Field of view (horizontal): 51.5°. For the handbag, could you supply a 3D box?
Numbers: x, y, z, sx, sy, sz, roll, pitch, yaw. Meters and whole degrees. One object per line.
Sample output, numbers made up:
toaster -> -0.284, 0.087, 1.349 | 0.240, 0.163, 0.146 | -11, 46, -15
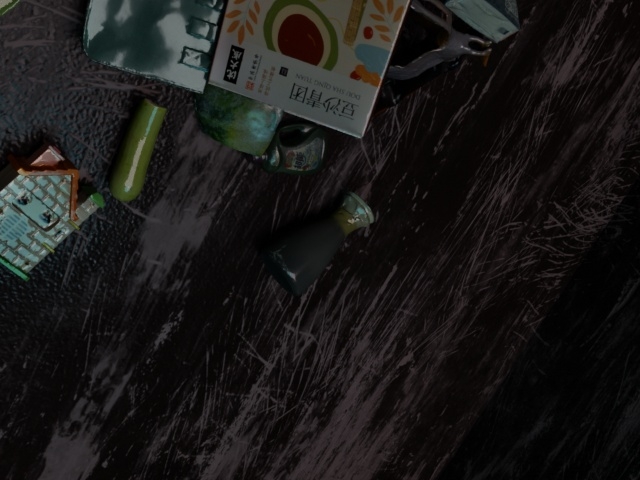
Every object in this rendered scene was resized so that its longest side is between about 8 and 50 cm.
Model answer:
handbag -> -0.333, -0.464, 1.360 | 0.274, 0.100, 0.269 | 9, 109, -19

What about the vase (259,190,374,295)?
vase -> 0.000, 0.000, 1.893 | 0.321, 0.173, 0.173 | -38, 133, -16

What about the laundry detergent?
laundry detergent -> -0.091, -0.239, 1.729 | 0.221, 0.078, 0.144 | -4, 118, -31

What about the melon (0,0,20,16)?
melon -> -0.661, -0.462, 1.187 | 0.209, 0.064, 0.118 | 28, 100, -41

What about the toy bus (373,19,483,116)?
toy bus -> 0.271, -0.475, 1.822 | 0.408, 0.092, 0.093 | -33, 130, -13

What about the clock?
clock -> -0.630, -0.079, 1.433 | 0.255, 0.106, 0.220 | -45, 135, -9

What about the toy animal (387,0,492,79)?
toy animal -> 0.301, -0.515, 1.620 | 0.301, 0.284, 0.225 | 11, 88, -16

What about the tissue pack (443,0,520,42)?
tissue pack -> 0.390, -0.679, 1.647 | 0.227, 0.103, 0.316 | 17, 62, -41

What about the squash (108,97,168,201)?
squash -> -0.417, -0.203, 1.510 | 0.083, 0.083, 0.250 | 11, 111, -40

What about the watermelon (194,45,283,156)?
watermelon -> -0.166, -0.366, 1.558 | 0.180, 0.223, 0.305 | -50, 162, -74

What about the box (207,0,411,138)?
box -> -0.007, -0.452, 1.344 | 0.344, 0.122, 0.385 | 19, 111, 1
